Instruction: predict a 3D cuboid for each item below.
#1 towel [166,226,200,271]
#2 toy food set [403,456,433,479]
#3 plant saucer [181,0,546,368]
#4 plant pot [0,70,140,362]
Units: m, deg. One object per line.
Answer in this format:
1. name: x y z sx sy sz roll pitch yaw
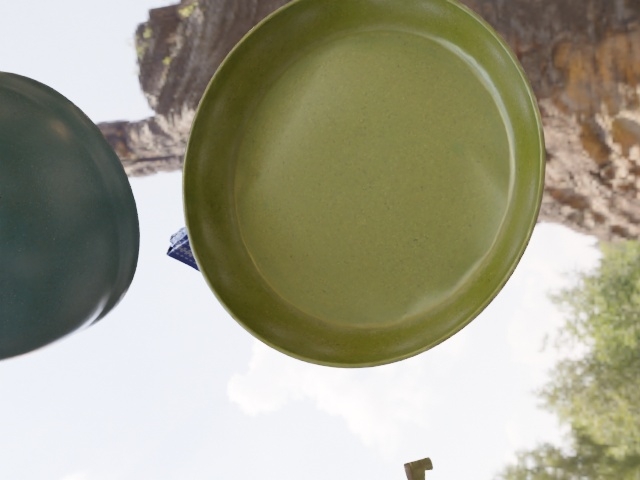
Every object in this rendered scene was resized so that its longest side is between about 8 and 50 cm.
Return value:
1. towel: 0.000 0.000 0.957 0.243 0.336 0.040 30 -124 -22
2. toy food set: 0.131 0.287 0.789 0.132 0.039 0.192 28 -136 -72
3. plant saucer: 0.023 -0.041 0.549 0.037 0.241 0.241 11 -101 -64
4. plant pot: -0.351 0.001 0.832 0.196 0.293 0.293 -45 -52 -60
